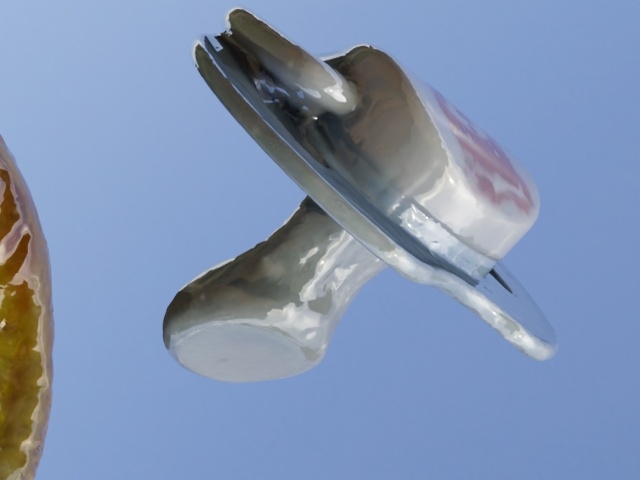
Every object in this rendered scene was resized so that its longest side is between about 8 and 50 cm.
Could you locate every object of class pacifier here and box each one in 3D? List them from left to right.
[{"bbox_3d":[0.000,0.000,0.768,0.207,0.279,0.227,-49,-134,8],"label":"pacifier"}]

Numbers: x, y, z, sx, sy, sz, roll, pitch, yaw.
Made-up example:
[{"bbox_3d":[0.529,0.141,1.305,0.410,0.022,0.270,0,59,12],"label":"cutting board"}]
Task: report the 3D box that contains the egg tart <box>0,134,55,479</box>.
[{"bbox_3d":[-0.357,0.039,0.897,0.178,0.443,0.443,-19,-128,29],"label":"egg tart"}]
